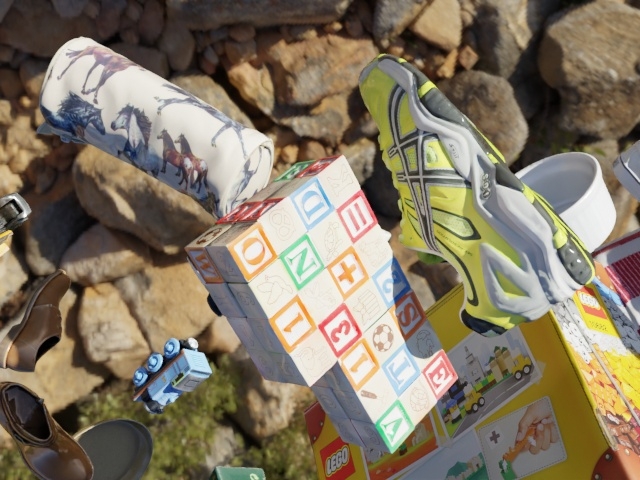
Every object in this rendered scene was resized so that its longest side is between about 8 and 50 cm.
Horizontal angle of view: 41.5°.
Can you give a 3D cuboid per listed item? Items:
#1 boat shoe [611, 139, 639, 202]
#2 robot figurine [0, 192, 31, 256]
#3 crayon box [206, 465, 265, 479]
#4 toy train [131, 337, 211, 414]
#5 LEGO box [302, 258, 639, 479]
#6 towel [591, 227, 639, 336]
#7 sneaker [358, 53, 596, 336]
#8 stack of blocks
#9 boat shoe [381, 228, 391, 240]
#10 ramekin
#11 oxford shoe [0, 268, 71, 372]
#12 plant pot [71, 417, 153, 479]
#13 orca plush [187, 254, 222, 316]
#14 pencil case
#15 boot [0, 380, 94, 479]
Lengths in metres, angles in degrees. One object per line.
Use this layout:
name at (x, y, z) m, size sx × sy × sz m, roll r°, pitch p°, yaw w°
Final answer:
boat shoe at (0.597, -0.060, 1.360) m, size 0.096 × 0.267 × 0.088 m, roll -31°, pitch 165°, yaw -49°
robot figurine at (-0.342, 0.045, 0.608) m, size 0.291 × 0.211 × 0.085 m, roll -32°, pitch 100°, yaw 28°
crayon box at (-0.159, 0.505, 1.202) m, size 0.083 × 0.203 × 0.323 m, roll 12°, pitch 122°, yaw -33°
toy train at (-0.312, 0.281, 1.743) m, size 0.184 × 0.105 × 0.080 m, roll -42°, pitch 143°, yaw 17°
LEGO box at (0.225, 0.296, 1.191) m, size 0.193 × 0.372 × 0.500 m, roll 18°, pitch 132°, yaw -36°
towel at (0.675, 0.114, 1.537) m, size 0.237 × 0.037 × 0.329 m, roll -31°, pitch 92°, yaw 35°
sneaker at (0.129, -0.064, 0.936) m, size 0.147 × 0.385 × 0.145 m, roll -44°, pitch 142°, yaw 16°
stack of blocks at (0.010, 0.082, 0.902) m, size 0.171 × 0.087 × 0.297 m, roll -41°, pitch 112°, yaw -31°
boat shoe at (0.004, 0.001, 1.375) m, size 0.109 × 0.305 × 0.091 m, roll 19°, pitch 86°, yaw -33°
ramekin at (0.511, -0.058, 1.870) m, size 0.277 × 0.277 × 0.135 m, roll -34°, pitch 112°, yaw 5°
oxford shoe at (-0.465, 0.139, 1.431) m, size 0.076 × 0.212 × 0.076 m, roll 17°, pitch 139°, yaw 1°
plant pot at (-0.450, 0.450, 1.704) m, size 0.236 × 0.032 × 0.236 m, roll -23°, pitch 131°, yaw -30°
orca plush at (-0.146, 0.107, 1.746) m, size 0.102 × 0.151 × 0.287 m, roll -29°, pitch 97°, yaw 42°
pencil case at (-0.277, -0.178, 1.447) m, size 0.410 × 0.160 × 0.183 m, roll 29°, pitch 110°, yaw 8°
boot at (-0.380, 0.273, 1.162) m, size 0.197 × 0.152 × 0.073 m, roll 45°, pitch 61°, yaw -9°
